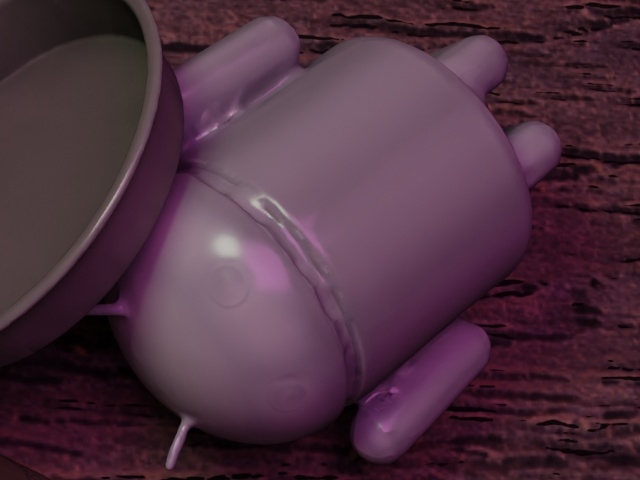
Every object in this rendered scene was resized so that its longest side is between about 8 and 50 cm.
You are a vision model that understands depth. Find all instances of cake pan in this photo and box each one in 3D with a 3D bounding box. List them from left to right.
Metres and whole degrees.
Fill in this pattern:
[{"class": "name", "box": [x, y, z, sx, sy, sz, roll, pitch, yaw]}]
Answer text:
[{"class": "cake pan", "box": [-0.201, -0.039, 1.246, 0.054, 0.293, 0.293, 40, 54, -41]}]

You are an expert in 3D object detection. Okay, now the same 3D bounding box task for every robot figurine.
[{"class": "robot figurine", "box": [0.000, 0.000, 1.302, 0.353, 0.200, 0.300, -37, 96, -27]}]

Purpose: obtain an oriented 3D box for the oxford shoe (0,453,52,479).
[{"class": "oxford shoe", "box": [-0.264, 0.151, 1.216, 0.271, 0.098, 0.097, 18, 63, -8]}]
